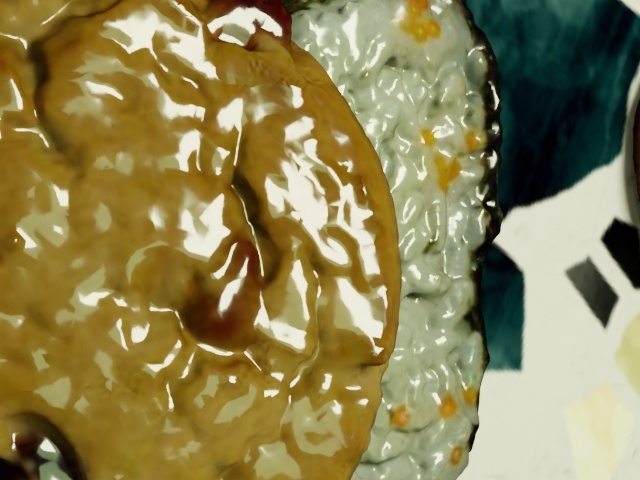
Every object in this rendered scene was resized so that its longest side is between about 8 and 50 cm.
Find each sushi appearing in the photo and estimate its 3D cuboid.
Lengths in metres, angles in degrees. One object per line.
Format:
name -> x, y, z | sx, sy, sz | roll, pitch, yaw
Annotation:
sushi -> 0.000, 0.000, 0.633 | 0.136, 0.126, 0.225 | 5, 83, -35

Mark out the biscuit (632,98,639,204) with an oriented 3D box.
biscuit -> 0.252, -0.033, 0.862 | 0.192, 0.049, 0.192 | 7, 79, -39

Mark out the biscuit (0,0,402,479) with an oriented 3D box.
biscuit -> -0.113, 0.023, 0.504 | 0.296, 0.075, 0.295 | 0, 89, -7
